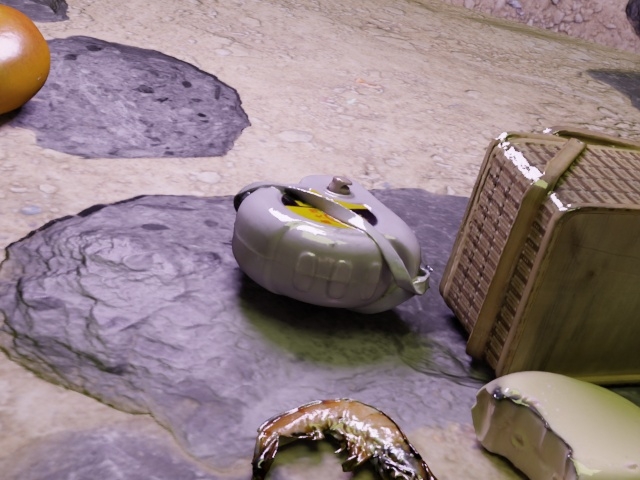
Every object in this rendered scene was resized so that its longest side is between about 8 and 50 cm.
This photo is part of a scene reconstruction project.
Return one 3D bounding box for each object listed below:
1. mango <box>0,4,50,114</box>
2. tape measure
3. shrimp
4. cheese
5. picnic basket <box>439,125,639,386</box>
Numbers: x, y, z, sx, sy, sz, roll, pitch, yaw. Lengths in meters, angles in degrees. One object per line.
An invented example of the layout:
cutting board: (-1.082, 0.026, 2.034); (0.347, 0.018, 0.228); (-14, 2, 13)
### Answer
mango: (-0.474, -0.239, 1.215); (0.175, 0.139, 0.254); (5, 34, 11)
tape measure: (0.000, 0.000, 0.973); (0.197, 0.120, 0.236); (3, 24, -30)
shrimp: (0.021, 0.189, 0.715); (0.147, 0.035, 0.195); (-1, 24, -29)
cheese: (0.270, 0.185, 0.792); (0.248, 0.071, 0.163); (4, 29, -16)
picnic basket: (0.302, 0.017, 0.951); (0.312, 0.228, 0.175); (1, 31, -21)
